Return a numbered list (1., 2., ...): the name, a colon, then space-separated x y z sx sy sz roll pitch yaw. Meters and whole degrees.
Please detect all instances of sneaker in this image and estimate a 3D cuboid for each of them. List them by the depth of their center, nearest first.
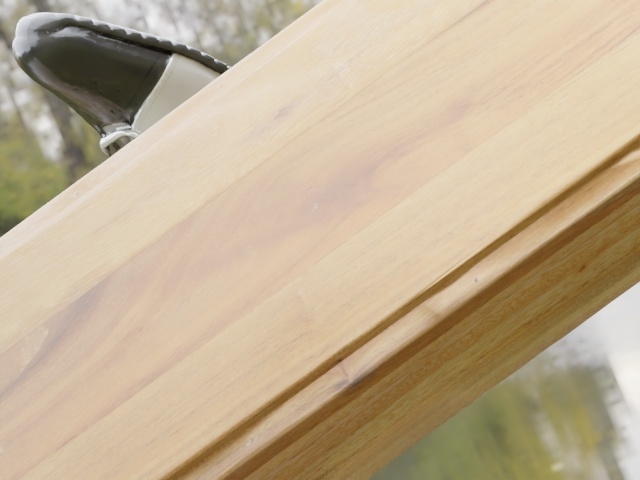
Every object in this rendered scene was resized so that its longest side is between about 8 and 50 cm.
1. sneaker: -0.068 -0.026 1.109 0.146 0.331 0.122 -63 19 -10

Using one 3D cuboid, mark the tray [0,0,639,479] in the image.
1. tray: 0.000 0.000 0.803 0.411 0.203 0.076 -37 -40 4
